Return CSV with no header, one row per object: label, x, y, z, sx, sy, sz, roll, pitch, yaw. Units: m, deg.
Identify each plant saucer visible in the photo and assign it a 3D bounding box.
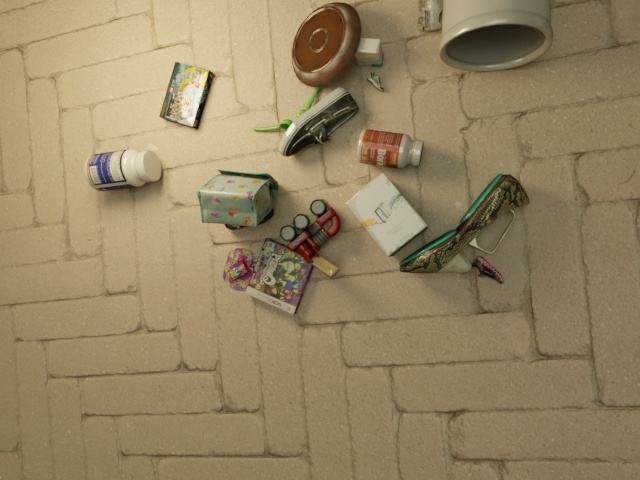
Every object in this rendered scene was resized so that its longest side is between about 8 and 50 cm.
plant saucer,0.004,-0.709,1.597,0.310,0.050,0.311,-6,80,37

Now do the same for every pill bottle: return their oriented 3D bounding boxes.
pill bottle,0.244,-0.316,1.558,0.216,0.121,0.121,11,92,14
pill bottle,-0.792,-0.286,1.799,0.264,0.153,0.153,-4,88,14

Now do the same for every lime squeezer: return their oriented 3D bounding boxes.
lime squeezer,-0.113,-0.467,1.682,0.310,0.059,0.110,-31,83,13

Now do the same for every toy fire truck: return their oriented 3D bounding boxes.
toy fire truck,0.000,0.000,1.599,0.217,0.158,0.246,-40,91,1

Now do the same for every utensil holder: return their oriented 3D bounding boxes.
utensil holder,0.545,-0.779,1.393,0.327,0.327,0.385,2,87,14

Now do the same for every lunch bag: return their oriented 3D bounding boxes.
lunch bag,-0.290,-0.171,1.630,0.223,0.262,0.160,6,122,12

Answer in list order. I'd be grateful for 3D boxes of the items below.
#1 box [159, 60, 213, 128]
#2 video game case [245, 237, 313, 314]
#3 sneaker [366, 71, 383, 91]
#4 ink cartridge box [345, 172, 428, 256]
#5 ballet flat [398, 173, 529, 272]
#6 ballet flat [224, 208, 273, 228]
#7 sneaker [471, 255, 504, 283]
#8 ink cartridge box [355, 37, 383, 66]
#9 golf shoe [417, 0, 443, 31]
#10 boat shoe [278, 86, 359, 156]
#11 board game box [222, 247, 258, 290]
box,-0.539,-0.583,1.795,0.159,0.044,0.233,19,94,13
video game case,-0.150,0.134,1.691,0.210,0.042,0.232,22,94,12
sneaker,0.204,-0.576,1.617,0.037,0.032,0.083,-43,81,10
ink cartridge box,0.230,-0.084,1.533,0.168,0.171,0.233,-39,80,10
ballet flat,0.491,-0.008,1.480,0.483,0.164,0.182,-42,86,6
ballet flat,-0.279,-0.085,1.712,0.203,0.074,0.074,-16,86,13
sneaker,0.566,0.109,1.516,0.119,0.047,0.057,46,106,18
ink cartridge box,0.171,-0.665,1.579,0.088,0.122,0.052,10,92,14
golf shoe,0.390,-0.822,1.568,0.086,0.069,0.176,1,93,-6
boat shoe,-0.006,-0.410,1.621,0.335,0.121,0.119,-42,76,8
board game box,-0.319,0.112,1.738,0.133,0.033,0.169,17,93,13
